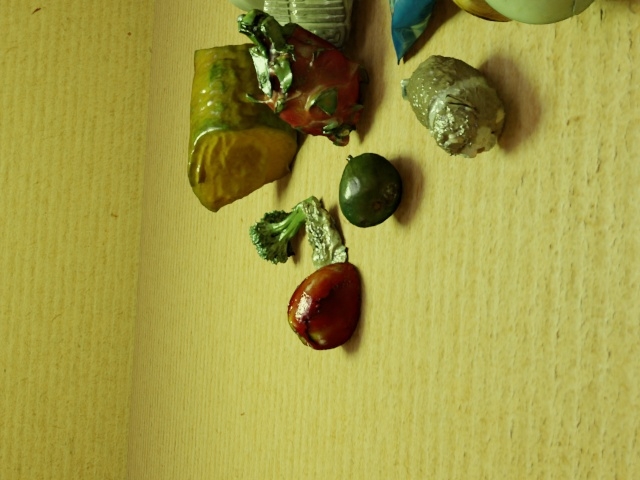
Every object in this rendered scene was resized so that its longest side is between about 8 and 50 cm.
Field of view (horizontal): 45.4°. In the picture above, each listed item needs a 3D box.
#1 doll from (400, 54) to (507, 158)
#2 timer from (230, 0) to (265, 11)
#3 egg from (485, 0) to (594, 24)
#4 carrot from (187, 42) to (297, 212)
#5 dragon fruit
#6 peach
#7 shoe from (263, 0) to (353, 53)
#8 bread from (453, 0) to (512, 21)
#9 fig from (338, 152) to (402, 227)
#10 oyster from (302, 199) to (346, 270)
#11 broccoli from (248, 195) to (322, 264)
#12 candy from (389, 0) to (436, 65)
[{"bbox_3d":[0.180,-0.199,1.067,0.115,0.105,0.221,59,-174,-34],"label":"doll"},{"bbox_3d":[-0.095,-0.562,1.652,0.266,0.175,0.175,44,126,54],"label":"timer"},{"bbox_3d":[0.242,-0.362,0.849,0.186,0.186,0.253,147,119,-60],"label":"egg"},{"bbox_3d":[-0.172,-0.254,1.677,0.241,0.241,0.341,147,124,-60],"label":"carrot"},{"bbox_3d":[-0.038,-0.290,1.375,0.198,0.269,0.200,-39,48,19],"label":"dragon fruit"},{"bbox_3d":[0.017,0.120,1.389,0.172,0.127,0.092,-57,20,3],"label":"peach"},{"bbox_3d":[0.006,-0.504,1.444,0.351,0.171,0.198,93,-160,-45],"label":"shoe"},{"bbox_3d":[0.214,-0.322,1.002,0.053,0.105,0.072,-63,34,39],"label":"bread"},{"bbox_3d":[0.079,-0.101,1.285,0.177,0.117,0.117,-95,21,-60],"label":"fig"},{"bbox_3d":[0.001,0.001,1.491,0.108,0.053,0.166,115,143,-58],"label":"oyster"},{"bbox_3d":[-0.067,-0.034,1.612,0.204,0.122,0.118,-38,66,41],"label":"broccoli"},{"bbox_3d":[0.143,-0.404,1.142,0.331,0.077,0.187,106,165,-80],"label":"candy"}]
